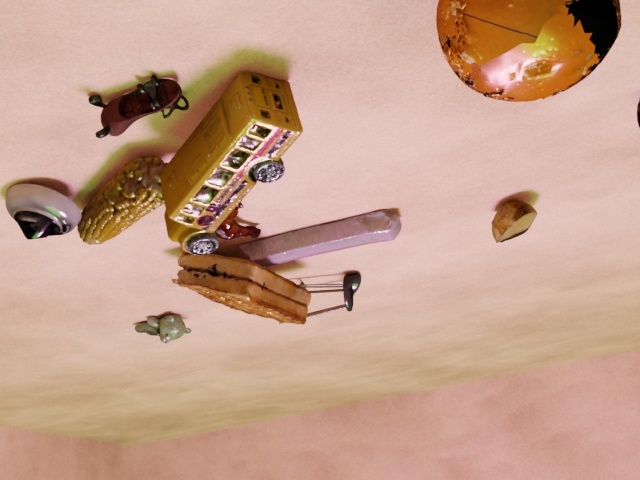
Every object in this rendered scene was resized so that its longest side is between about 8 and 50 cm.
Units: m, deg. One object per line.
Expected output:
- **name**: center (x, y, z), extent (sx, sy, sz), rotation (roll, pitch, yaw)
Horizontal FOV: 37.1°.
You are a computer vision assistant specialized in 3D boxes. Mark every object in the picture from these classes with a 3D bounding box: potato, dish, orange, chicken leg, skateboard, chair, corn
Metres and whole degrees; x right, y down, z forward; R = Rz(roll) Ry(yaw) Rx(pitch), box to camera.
- **potato**: center (0.410, -0.055, 2.022), extent (0.096, 0.066, 0.103), rotation (-23, 158, -26)
- **dish**: center (-0.514, -0.032, 1.732), extent (0.141, 0.078, 0.141), rotation (9, 151, 5)
- **orange**: center (0.267, -0.285, 1.225), extent (0.234, 0.182, 0.234), rotation (2, 150, 1)
- **chicken leg**: center (-0.186, -0.038, 1.921), extent (0.093, 0.053, 0.205), rotation (-23, 162, 3)
- **skateboard**: center (-0.271, -0.201, 1.449), extent (0.151, 0.067, 0.080), rotation (-18, 166, 18)
- **chair**: center (-0.002, 0.145, 2.382), extent (0.221, 0.095, 0.104), rotation (-10, 168, 8)
- **corn**: center (-0.355, -0.069, 1.719), extent (0.097, 0.097, 0.320), rotation (9, 156, -34)

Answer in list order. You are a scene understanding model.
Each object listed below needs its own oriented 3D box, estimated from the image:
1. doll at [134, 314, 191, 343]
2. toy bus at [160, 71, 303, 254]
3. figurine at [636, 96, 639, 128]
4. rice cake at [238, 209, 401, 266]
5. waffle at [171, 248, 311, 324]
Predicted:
- **doll**: center (-0.427, 0.242, 2.563), extent (0.150, 0.077, 0.115), rotation (-7, 152, 36)
- **toy bus**: center (-0.160, -0.115, 1.516), extent (0.123, 0.121, 0.335), rotation (12, 138, -38)
- **figurine**: center (0.698, -0.202, 1.515), extent (0.365, 0.206, 0.218), rotation (-21, 141, 37)
- **rice cake**: center (0.000, 0.000, 2.059), extent (0.365, 0.056, 0.072), rotation (-13, 157, 15)
- **waffle**: center (-0.169, 0.107, 2.158), extent (0.213, 0.091, 0.308), rotation (10, 168, 27)
